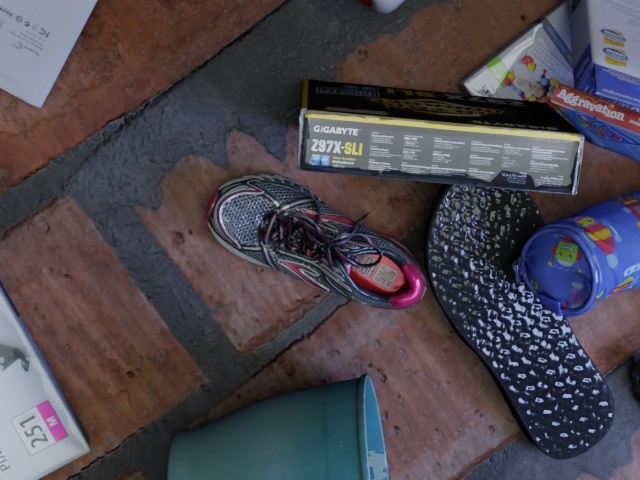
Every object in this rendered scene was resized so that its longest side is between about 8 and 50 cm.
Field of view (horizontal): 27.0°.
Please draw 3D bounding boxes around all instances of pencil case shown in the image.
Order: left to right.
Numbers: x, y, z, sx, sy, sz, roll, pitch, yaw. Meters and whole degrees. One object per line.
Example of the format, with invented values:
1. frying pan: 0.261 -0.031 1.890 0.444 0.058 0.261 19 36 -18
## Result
1. pencil case: 0.385 0.012 1.695 0.306 0.119 0.133 -17 131 -40

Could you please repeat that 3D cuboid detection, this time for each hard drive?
1. hard drive: -0.356 -0.332 1.578 0.203 0.040 0.307 28 115 -11

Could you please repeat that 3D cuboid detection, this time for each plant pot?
1. plant pot: -0.049 0.316 1.661 0.255 0.271 0.272 -7 98 6

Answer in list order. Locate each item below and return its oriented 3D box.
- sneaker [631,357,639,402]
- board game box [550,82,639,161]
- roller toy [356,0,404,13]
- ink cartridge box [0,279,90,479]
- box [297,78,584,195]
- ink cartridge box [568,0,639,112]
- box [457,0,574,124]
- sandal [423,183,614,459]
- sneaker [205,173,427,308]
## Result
1. sneaker: 0.512 0.231 1.834 0.221 0.083 0.087 46 75 -16
2. board game box: 0.378 -0.131 1.643 0.145 0.281 0.027 23 92 21
3. roller toy: 0.053 -0.380 1.624 0.146 0.191 0.209 -44 101 -1
4. ink cartridge box: -0.459 0.200 1.675 0.239 0.060 0.275 -28 100 -6
5. box: 0.133 -0.129 1.610 0.322 0.257 0.079 5 103 -1
6. ink cartridge box: 0.405 -0.240 1.662 0.186 0.311 0.065 17 134 -11
7. box: 0.296 -0.207 1.761 0.186 0.038 0.145 -38 100 -2
8. sandal: 0.247 0.097 1.766 0.167 0.107 0.446 -28 113 -6
9. sneaker: 0.000 0.000 1.696 0.299 0.112 0.121 20 94 -6
